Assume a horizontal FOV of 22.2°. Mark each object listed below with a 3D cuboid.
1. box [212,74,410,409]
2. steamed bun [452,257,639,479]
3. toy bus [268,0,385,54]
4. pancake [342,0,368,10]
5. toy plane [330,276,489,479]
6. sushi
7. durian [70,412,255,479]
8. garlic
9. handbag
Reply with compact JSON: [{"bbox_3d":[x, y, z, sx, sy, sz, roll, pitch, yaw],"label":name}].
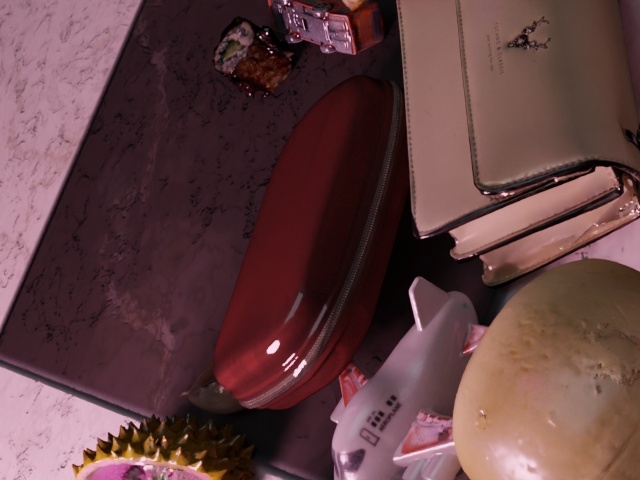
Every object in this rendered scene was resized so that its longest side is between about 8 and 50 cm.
[{"bbox_3d":[0.000,0.000,1.847,0.263,0.108,0.404,-36,32,55],"label":"box"},{"bbox_3d":[0.245,0.145,1.478,0.273,0.166,0.232,-56,35,8],"label":"steamed bun"},{"bbox_3d":[0.006,-0.290,2.115,0.077,0.065,0.192,-24,28,-25],"label":"toy bus"},{"bbox_3d":[0.170,-0.383,1.845,0.356,0.065,0.356,-32,8,5],"label":"pancake"},{"bbox_3d":[0.089,0.166,1.688,0.252,0.118,0.252,-36,39,36],"label":"toy plane"},{"bbox_3d":[-0.088,-0.250,2.195,0.098,0.084,0.094,-46,36,13],"label":"sushi"},{"bbox_3d":[-0.203,0.273,1.948,0.260,0.186,0.154,-19,59,26],"label":"durian"},{"bbox_3d":[-0.106,0.173,1.972,0.152,0.066,0.084,-44,13,17],"label":"garlic"},{"bbox_3d":[0.215,-0.160,1.720,0.236,0.160,0.358,-25,49,29],"label":"handbag"}]
